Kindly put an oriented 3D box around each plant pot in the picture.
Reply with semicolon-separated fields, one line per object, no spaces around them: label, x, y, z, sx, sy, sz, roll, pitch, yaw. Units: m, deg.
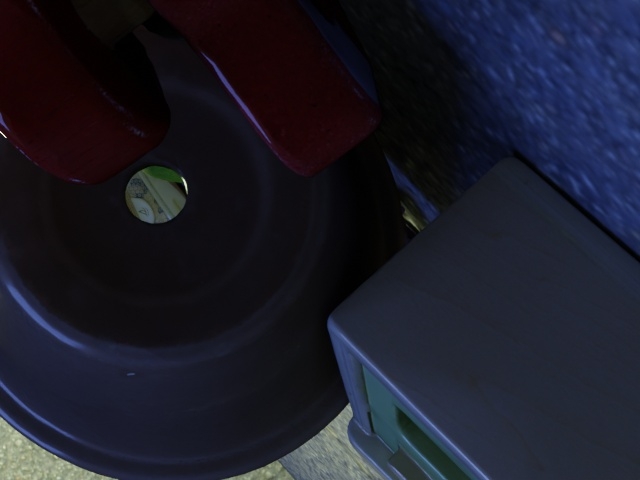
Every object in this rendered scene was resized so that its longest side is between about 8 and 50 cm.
plant pot;-0.077;-0.009;0.704;0.263;0.263;0.229;48;171;4

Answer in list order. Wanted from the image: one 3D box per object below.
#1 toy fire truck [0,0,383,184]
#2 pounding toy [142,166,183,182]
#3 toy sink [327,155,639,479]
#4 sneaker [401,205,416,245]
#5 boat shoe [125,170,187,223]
toy fire truck;-0.077;-0.174;0.526;0.302;0.169;0.254;51;-166;-19
pounding toy;-0.162;-0.091;1.145;0.183;0.110;0.237;53;168;-21
toy sink;0.104;0.093;0.723;0.153;0.131;0.234;44;168;20
sneaker;0.035;0.009;0.869;0.170;0.068;0.071;50;163;-3
boat shoe;-0.233;-0.087;1.465;0.285;0.089;0.104;50;169;-6
